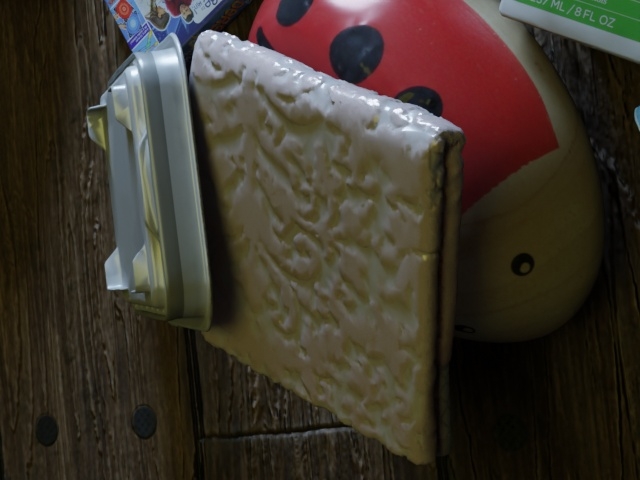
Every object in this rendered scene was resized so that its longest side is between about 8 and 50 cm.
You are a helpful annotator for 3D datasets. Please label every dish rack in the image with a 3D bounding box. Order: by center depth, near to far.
[{"bbox_3d":[-0.177,-0.049,1.580,0.333,0.072,0.285,176,88,-76],"label":"dish rack"}]

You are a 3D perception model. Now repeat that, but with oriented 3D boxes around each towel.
[{"bbox_3d":[0.000,0.000,1.389,0.332,0.053,0.317,26,126,44],"label":"towel"}]

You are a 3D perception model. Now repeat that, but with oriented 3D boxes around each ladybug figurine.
[{"bbox_3d":[0.070,-0.094,1.448,0.449,0.162,0.305,52,133,24],"label":"ladybug figurine"}]

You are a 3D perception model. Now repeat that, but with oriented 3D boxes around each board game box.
[{"bbox_3d":[-0.143,-0.284,1.709,0.201,0.035,0.136,-40,68,28],"label":"board game box"}]

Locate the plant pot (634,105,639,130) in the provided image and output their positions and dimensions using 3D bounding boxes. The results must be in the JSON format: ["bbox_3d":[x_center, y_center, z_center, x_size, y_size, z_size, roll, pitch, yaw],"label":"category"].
[{"bbox_3d":[0.461,-0.077,1.118,0.334,0.341,0.341,-43,66,19],"label":"plant pot"}]

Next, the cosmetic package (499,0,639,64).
[{"bbox_3d":[0.316,-0.328,1.312,0.197,0.155,0.365,25,104,36],"label":"cosmetic package"}]
